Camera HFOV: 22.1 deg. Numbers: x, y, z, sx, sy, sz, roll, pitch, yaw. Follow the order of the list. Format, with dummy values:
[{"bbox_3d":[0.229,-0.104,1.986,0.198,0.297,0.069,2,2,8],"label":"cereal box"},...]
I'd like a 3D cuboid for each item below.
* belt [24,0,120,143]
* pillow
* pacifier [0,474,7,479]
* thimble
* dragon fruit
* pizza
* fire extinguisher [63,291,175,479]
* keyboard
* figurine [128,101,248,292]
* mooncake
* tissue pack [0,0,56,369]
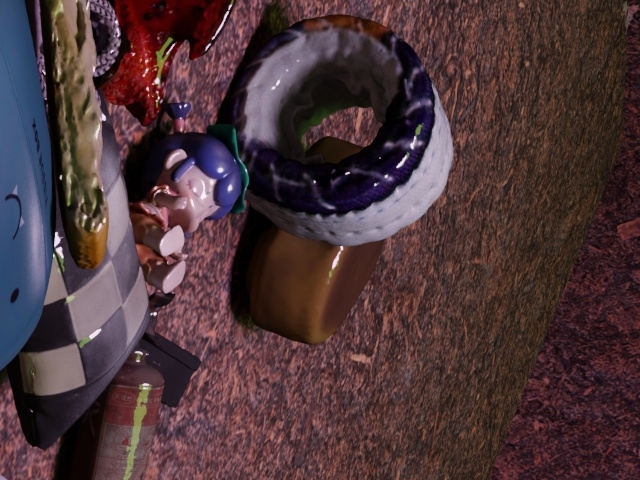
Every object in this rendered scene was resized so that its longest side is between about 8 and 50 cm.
[{"bbox_3d":[-0.242,-0.174,1.124,0.359,0.094,0.126,57,45,-67],"label":"belt"},{"bbox_3d":[-0.209,0.023,1.334,0.186,0.106,0.250,-55,148,-46],"label":"pillow"},{"bbox_3d":[-0.286,0.228,1.332,0.078,0.081,0.099,-49,162,8],"label":"pacifier"},{"bbox_3d":[0.014,-0.108,1.713,0.150,0.237,0.237,59,48,-60],"label":"thimble"},{"bbox_3d":[-0.126,-0.190,1.415,0.092,0.122,0.192,66,37,-84],"label":"dragon fruit"},{"bbox_3d":[-0.166,-0.113,1.084,0.181,0.034,0.262,-157,-119,-79],"label":"pizza"},{"bbox_3d":[-0.176,0.163,1.527,0.075,0.106,0.252,8,96,-51],"label":"fire extinguisher"},{"bbox_3d":[-0.169,0.125,1.661,0.060,0.018,0.195,-65,159,-9],"label":"keyboard"},{"bbox_3d":[-0.136,-0.043,1.513,0.195,0.102,0.111,-48,150,-48],"label":"figurine"},{"bbox_3d":[0.000,0.000,1.887,0.235,0.117,0.234,20,90,-79],"label":"mooncake"},{"bbox_3d":[-0.264,-0.041,0.960,0.206,0.198,0.287,-82,175,-48],"label":"tissue pack"}]
